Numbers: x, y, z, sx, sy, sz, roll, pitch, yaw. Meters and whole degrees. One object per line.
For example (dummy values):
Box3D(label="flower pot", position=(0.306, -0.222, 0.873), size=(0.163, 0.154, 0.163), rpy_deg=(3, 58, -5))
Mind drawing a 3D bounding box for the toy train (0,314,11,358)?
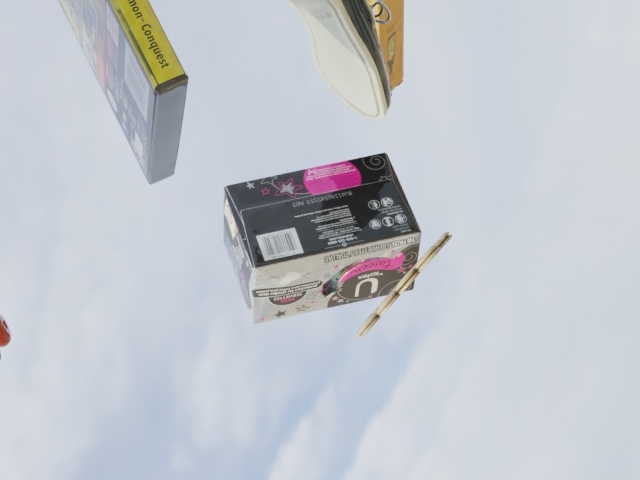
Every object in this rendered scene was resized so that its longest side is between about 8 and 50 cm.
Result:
Box3D(label="toy train", position=(-0.441, 0.024, 1.940), size=(0.248, 0.105, 0.143), rpy_deg=(63, -178, -27))

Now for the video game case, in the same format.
Box3D(label="video game case", position=(-0.196, -0.204, 1.635), size=(0.035, 0.248, 0.275), rpy_deg=(-25, -11, -13))

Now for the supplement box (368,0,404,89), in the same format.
Box3D(label="supplement box", position=(0.069, -0.302, 2.419), size=(0.078, 0.080, 0.233), rpy_deg=(-48, -32, -37))

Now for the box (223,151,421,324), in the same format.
Box3D(label="box", position=(0.000, 0.000, 2.489), size=(0.142, 0.247, 0.163), rpy_deg=(93, 161, -52))

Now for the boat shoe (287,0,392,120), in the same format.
Box3D(label="boat shoe", position=(0.023, -0.247, 1.934), size=(0.079, 0.095, 0.254), rpy_deg=(-52, -55, -31))

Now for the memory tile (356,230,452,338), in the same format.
Box3D(label="memory tile", position=(0.098, 0.051, 2.042), size=(0.148, 0.012, 0.113), rpy_deg=(-50, -4, 20))
